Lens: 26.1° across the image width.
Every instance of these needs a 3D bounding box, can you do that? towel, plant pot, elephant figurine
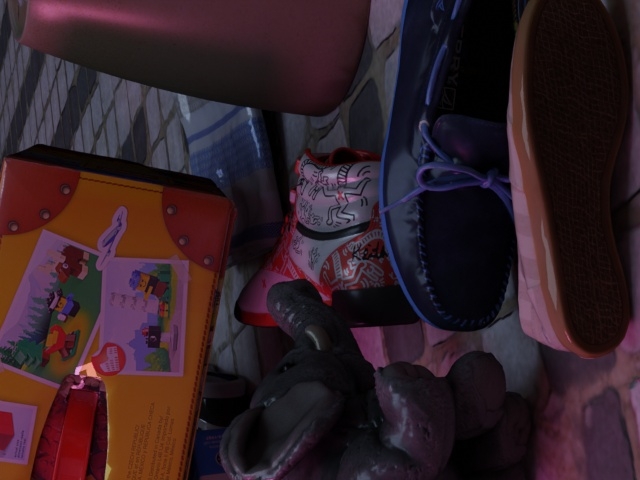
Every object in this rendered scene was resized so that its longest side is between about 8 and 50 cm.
[{"bbox_3d":[-0.105,-0.114,1.449,0.209,0.034,0.285,160,98,-68],"label":"towel"},{"bbox_3d":[-0.129,-0.237,1.212,0.256,0.274,0.256,178,90,-69],"label":"plant pot"},{"bbox_3d":[0.013,0.140,0.952,0.239,0.186,0.169,8,112,40],"label":"elephant figurine"}]

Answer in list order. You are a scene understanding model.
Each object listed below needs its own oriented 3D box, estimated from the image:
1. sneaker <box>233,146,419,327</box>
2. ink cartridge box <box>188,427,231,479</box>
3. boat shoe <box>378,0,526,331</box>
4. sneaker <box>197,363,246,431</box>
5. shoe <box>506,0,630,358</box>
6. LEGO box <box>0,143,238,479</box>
[{"bbox_3d":[0.001,0.000,1.157,0.270,0.090,0.145,172,96,-66],"label":"sneaker"},{"bbox_3d":[-0.036,0.280,1.218,0.078,0.134,0.231,112,149,-50],"label":"ink cartridge box"},{"bbox_3d":[0.089,-0.069,0.893,0.089,0.109,0.258,174,91,-66],"label":"boat shoe"},{"bbox_3d":[-0.146,0.208,1.579,0.217,0.079,0.121,-176,85,-68],"label":"sneaker"},{"bbox_3d":[0.136,-0.041,0.808,0.058,0.076,0.219,3,97,64],"label":"shoe"},{"bbox_3d":[-0.223,0.177,1.270,0.372,0.193,0.500,-144,64,-81],"label":"LEGO box"}]
